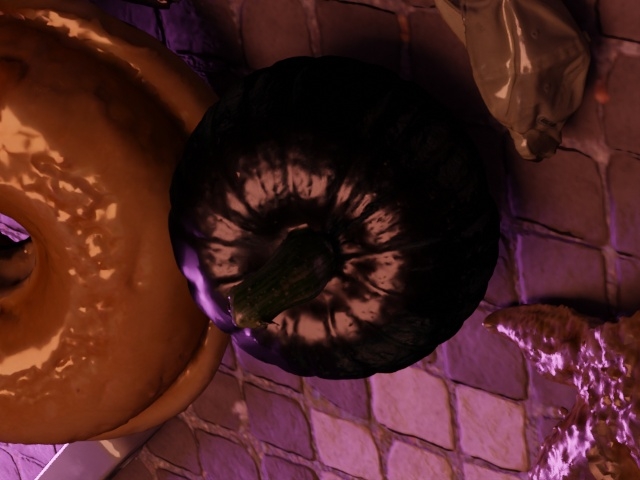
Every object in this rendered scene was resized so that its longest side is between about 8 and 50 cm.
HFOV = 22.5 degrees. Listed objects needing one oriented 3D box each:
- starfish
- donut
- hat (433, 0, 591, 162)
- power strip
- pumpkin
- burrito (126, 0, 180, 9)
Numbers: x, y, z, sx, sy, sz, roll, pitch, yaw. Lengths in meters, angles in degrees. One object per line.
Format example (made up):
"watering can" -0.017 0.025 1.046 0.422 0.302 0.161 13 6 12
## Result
"starfish" 0.274 0.155 1.111 0.432 0.082 0.323 -9 99 48
"donut" -0.256 -0.015 1.361 0.449 0.198 0.448 5 121 9
"hat" 0.121 -0.145 1.089 0.166 0.081 0.122 55 -177 21
"power strip" -0.261 0.252 1.737 0.062 0.091 0.385 48 141 3
"pumpkin" 0.000 0.000 1.158 0.248 0.248 0.248 25 134 29
"burrito" -0.234 -0.267 1.336 0.309 0.066 0.096 25 139 30
